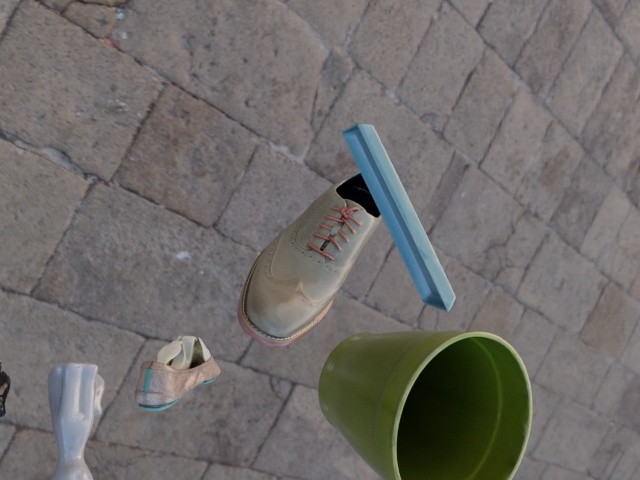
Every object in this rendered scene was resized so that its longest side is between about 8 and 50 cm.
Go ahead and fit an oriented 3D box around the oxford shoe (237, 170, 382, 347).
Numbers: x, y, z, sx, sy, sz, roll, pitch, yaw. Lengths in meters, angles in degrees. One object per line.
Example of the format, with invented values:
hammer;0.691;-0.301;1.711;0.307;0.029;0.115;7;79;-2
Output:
oxford shoe;0.000;0.000;0.915;0.348;0.123;0.130;-56;178;-45

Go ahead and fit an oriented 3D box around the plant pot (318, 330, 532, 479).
plant pot;0.184;0.339;1.399;0.367;0.353;0.366;-4;97;-33

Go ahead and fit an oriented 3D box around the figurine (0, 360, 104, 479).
figurine;-0.401;0.276;0.904;0.215;0.092;0.209;10;64;-33

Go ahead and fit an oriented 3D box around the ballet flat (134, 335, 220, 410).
ballet flat;-0.274;0.249;1.332;0.108;0.316;0.106;0;92;7

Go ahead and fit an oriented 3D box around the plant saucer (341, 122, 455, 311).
plant saucer;0.075;-0.023;0.627;0.018;0.067;0.192;-28;97;-9
